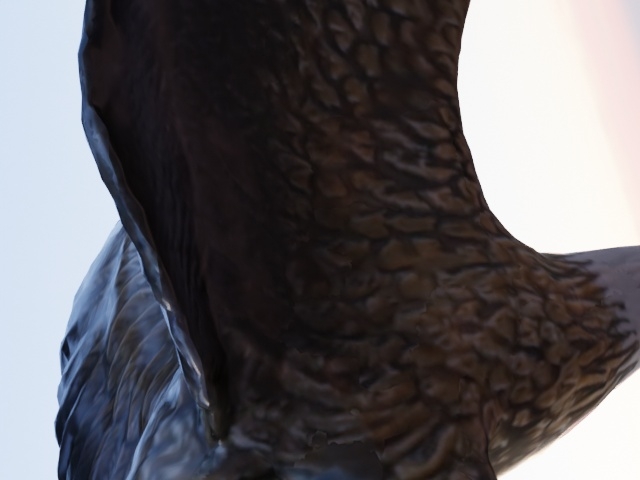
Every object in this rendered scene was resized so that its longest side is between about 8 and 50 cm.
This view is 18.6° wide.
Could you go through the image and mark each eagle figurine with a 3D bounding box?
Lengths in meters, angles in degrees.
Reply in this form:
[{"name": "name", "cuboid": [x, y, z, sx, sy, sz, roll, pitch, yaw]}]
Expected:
[{"name": "eagle figurine", "cuboid": [0.008, 0.001, 0.462, 0.225, 0.226, 0.298, 25, -147, -54]}]
